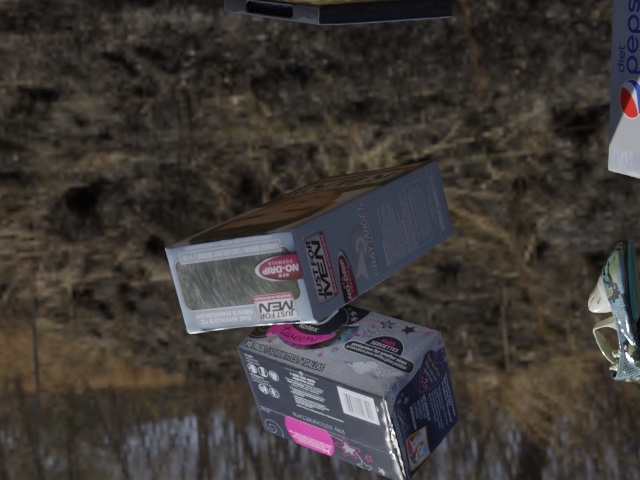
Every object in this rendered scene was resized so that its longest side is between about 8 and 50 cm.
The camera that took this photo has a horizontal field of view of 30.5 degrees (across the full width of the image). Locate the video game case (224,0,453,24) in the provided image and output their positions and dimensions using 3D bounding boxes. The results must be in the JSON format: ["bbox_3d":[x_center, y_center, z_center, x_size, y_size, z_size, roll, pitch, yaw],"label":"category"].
[{"bbox_3d":[0.028,-0.376,1.869,0.275,0.035,0.248,-11,-160,-37],"label":"video game case"}]

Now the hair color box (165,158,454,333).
[{"bbox_3d":[0.000,0.000,1.465,0.185,0.113,0.374,-8,-169,33],"label":"hair color box"}]

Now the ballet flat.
[{"bbox_3d":[0.333,0.085,1.314,0.070,0.188,0.070,-15,-157,7],"label":"ballet flat"}]

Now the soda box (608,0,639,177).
[{"bbox_3d":[0.408,-0.220,1.385,0.098,0.286,0.091,-7,-167,-22],"label":"soda box"}]

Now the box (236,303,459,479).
[{"bbox_3d":[0.039,0.187,1.564,0.247,0.163,0.142,14,-137,36],"label":"box"}]
